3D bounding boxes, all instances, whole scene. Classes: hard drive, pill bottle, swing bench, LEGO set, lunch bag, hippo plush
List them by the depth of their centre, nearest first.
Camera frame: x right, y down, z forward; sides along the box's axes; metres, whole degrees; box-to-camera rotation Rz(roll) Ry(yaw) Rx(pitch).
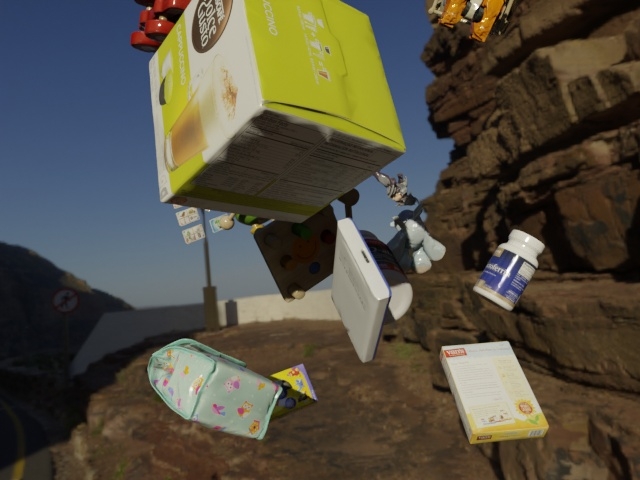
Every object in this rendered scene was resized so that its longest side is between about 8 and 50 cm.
[{"bbox_3d":[0.085,0.124,1.266,0.040,0.210,0.318,-17,-33,-14],"label":"hard drive"},{"bbox_3d":[-0.257,0.337,1.272,0.223,0.160,0.262,34,-18,-37],"label":"lunch bag"},{"bbox_3d":[0.534,-0.816,1.872,0.253,0.165,0.255,25,26,13],"label":"swing bench"},{"bbox_3d":[0.171,0.115,1.906,0.210,0.210,0.363,-4,27,-8],"label":"pill bottle"},{"bbox_3d":[0.671,0.104,1.940,0.153,0.264,0.153,31,-1,1],"label":"pill bottle"},{"bbox_3d":[-0.410,-0.114,1.968,0.244,0.182,0.060,-26,18,-33],"label":"LEGO set"},{"bbox_3d":[0.344,-0.019,2.227,0.234,0.294,0.236,-29,23,7],"label":"hippo plush"}]

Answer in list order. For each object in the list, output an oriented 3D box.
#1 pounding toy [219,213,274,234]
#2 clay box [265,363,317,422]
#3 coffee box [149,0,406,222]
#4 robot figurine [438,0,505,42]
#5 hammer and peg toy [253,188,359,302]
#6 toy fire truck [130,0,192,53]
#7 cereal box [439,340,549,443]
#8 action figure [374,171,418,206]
[{"bbox_3d":[-0.225,-0.076,1.974,0.183,0.110,0.237,-35,-14,37],"label":"pounding toy"},{"bbox_3d":[-0.135,0.482,1.693,0.222,0.127,0.053,-18,-27,-17],"label":"clay box"},{"bbox_3d":[-0.095,-0.266,1.060,0.338,0.337,0.334,8,-28,-41],"label":"coffee box"},{"bbox_3d":[0.454,-0.725,1.537,0.211,0.291,0.085,21,14,-9],"label":"robot figurine"},{"bbox_3d":[0.000,0.000,1.648,0.361,0.266,0.127,-32,29,-19],"label":"hammer and peg toy"},{"bbox_3d":[-0.393,-0.632,1.580,0.254,0.169,0.302,2,3,-36],"label":"toy fire truck"},{"bbox_3d":[0.390,0.342,1.260,0.173,0.047,0.240,-3,39,-5],"label":"cereal box"},{"bbox_3d":[0.256,-0.223,2.071,0.285,0.099,0.185,38,17,8],"label":"action figure"}]
